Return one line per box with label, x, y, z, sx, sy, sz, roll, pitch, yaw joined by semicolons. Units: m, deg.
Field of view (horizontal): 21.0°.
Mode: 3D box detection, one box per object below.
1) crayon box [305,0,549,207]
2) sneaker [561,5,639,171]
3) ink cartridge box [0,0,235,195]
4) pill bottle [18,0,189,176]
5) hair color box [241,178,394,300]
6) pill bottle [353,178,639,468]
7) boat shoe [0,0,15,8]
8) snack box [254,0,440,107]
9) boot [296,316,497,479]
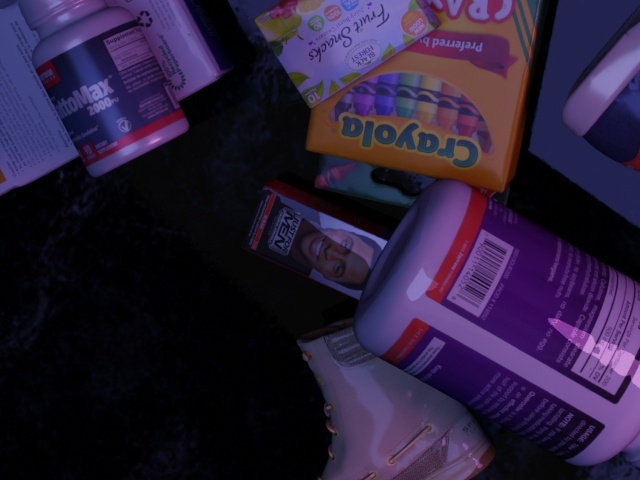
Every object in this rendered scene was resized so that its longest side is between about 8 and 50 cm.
crayon box;0.105;-0.175;1.643;0.202;0.081;0.319;12;106;11
sneaker;0.375;-0.200;1.549;0.148;0.131;0.350;38;117;0
ink cartridge box;-0.300;-0.238;1.740;0.330;0.071;0.324;-26;96;22
pill bottle;-0.211;-0.161;1.640;0.108;0.108;0.180;-25;95;19
hair color box;0.000;0.000;1.731;0.141;0.043;0.072;23;107;7
pill bottle;0.204;0.090;1.613;0.323;0.181;0.181;30;109;-6
boat shoe;-0.300;-0.274;1.681;0.035;0.035;0.100;44;118;32
snack box;0.025;-0.201;1.594;0.141;0.037;0.100;-32;94;19
boot;0.019;0.190;1.744;0.262;0.095;0.203;-28;95;17
